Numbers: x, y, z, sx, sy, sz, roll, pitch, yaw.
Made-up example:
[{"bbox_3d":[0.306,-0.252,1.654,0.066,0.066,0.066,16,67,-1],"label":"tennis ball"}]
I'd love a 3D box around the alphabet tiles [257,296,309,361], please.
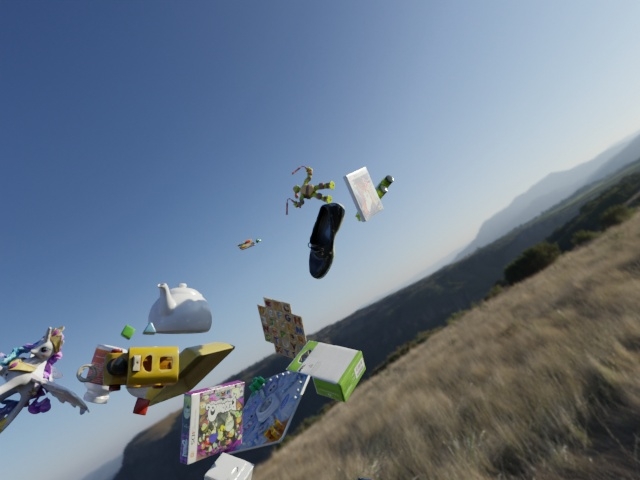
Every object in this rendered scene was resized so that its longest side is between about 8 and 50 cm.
[{"bbox_3d":[-0.188,0.442,2.261,0.285,0.343,0.011,10,30,35],"label":"alphabet tiles"}]

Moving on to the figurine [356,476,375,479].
[{"bbox_3d":[0.226,0.863,1.444,0.209,0.092,0.215,1,27,-4],"label":"figurine"}]

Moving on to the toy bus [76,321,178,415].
[{"bbox_3d":[-0.439,0.302,1.091,0.202,0.191,0.104,-47,3,-35],"label":"toy bus"}]

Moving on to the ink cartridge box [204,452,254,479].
[{"bbox_3d":[-0.314,0.841,1.531,0.128,0.127,0.176,-32,-45,-71],"label":"ink cartridge box"}]

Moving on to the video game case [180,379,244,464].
[{"bbox_3d":[-0.343,0.579,1.471,0.041,0.210,0.232,0,-5,35],"label":"video game case"}]

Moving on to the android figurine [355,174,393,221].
[{"bbox_3d":[0.250,-0.189,2.161,0.248,0.056,0.273,-57,2,-40],"label":"android figurine"}]

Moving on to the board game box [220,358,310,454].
[{"bbox_3d":[-0.233,0.697,1.928,0.390,0.050,0.390,-30,19,35],"label":"board game box"}]

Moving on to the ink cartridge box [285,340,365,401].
[{"bbox_3d":[0.023,0.512,1.818,0.255,0.097,0.189,5,33,33],"label":"ink cartridge box"}]

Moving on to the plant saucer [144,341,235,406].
[{"bbox_3d":[-0.575,0.557,1.975,0.333,0.081,0.332,-44,-16,9],"label":"plant saucer"}]

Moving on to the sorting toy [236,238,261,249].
[{"bbox_3d":[-0.261,0.008,1.669,0.083,0.012,0.062,-22,29,-19],"label":"sorting toy"}]

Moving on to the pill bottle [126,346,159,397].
[{"bbox_3d":[-0.830,0.626,2.196,0.136,0.136,0.246,-35,20,12],"label":"pill bottle"}]

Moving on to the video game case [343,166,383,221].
[{"bbox_3d":[0.182,-0.194,1.889,0.023,0.201,0.183,-19,8,36],"label":"video game case"}]

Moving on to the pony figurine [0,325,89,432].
[{"bbox_3d":[-0.999,0.494,1.561,0.363,0.302,0.351,-42,-32,-36],"label":"pony figurine"}]

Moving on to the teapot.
[{"bbox_3d":[-0.534,0.261,1.753,0.252,0.187,0.256,9,-19,-33],"label":"teapot"}]

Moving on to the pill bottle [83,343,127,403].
[{"bbox_3d":[-0.873,0.537,1.834,0.121,0.216,0.121,12,-15,3],"label":"pill bottle"}]

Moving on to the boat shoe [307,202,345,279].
[{"bbox_3d":[0.003,0.001,1.920,0.113,0.127,0.340,6,-72,-53],"label":"boat shoe"}]

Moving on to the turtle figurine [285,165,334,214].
[{"bbox_3d":[-0.051,-0.224,2.167,0.087,0.217,0.270,56,-132,-59],"label":"turtle figurine"}]
